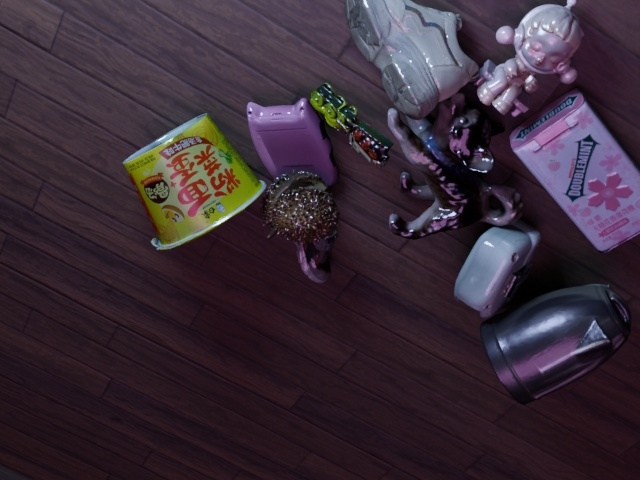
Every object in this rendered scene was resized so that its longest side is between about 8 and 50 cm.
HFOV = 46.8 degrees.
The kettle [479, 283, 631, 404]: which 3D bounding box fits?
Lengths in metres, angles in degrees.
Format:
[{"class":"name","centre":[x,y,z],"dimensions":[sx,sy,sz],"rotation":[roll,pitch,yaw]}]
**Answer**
[{"class":"kettle","centre":[0.591,0.213,1.804],"dimensions":[0.324,0.321,0.228],"rotation":[-31,98,23]}]

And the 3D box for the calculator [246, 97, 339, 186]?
[{"class":"calculator","centre":[-0.064,-0.213,1.763],"dimensions":[0.194,0.043,0.294],"rotation":[-1,142,19]}]

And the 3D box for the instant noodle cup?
[{"class":"instant noodle cup","centre":[-0.315,-0.148,1.763],"dimensions":[0.311,0.311,0.221],"rotation":[-23,107,24]}]

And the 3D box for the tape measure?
[{"class":"tape measure","centre":[0.431,0.077,1.794],"dimensions":[0.125,0.246,0.243],"rotation":[31,124,23]}]

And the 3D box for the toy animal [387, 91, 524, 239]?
[{"class":"toy animal","centre":[0.315,-0.177,1.673],"dimensions":[0.303,0.194,0.344],"rotation":[6,128,14]}]

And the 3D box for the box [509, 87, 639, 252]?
[{"class":"box","centre":[0.615,-0.149,1.679],"dimensions":[0.190,0.112,0.370],"rotation":[-33,114,29]}]

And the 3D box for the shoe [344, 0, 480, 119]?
[{"class":"shoe","centre":[0.195,-0.437,1.550],"dimensions":[0.211,0.132,0.342],"rotation":[-28,86,-16]}]

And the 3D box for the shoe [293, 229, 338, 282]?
[{"class":"shoe","centre":[0.000,0.000,1.904],"dimensions":[0.126,0.099,0.227],"rotation":[-14,116,23]}]

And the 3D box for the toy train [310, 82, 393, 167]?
[{"class":"toy train","centre":[0.069,-0.255,1.653],"dimensions":[0.249,0.053,0.085],"rotation":[47,160,23]}]

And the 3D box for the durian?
[{"class":"durian","centre":[-0.056,-0.068,1.765],"dimensions":[0.196,0.196,0.167],"rotation":[-23,127,24]}]

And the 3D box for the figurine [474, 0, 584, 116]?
[{"class":"figurine","centre":[0.451,-0.384,1.540],"dimensions":[0.182,0.144,0.256],"rotation":[47,125,3]}]
